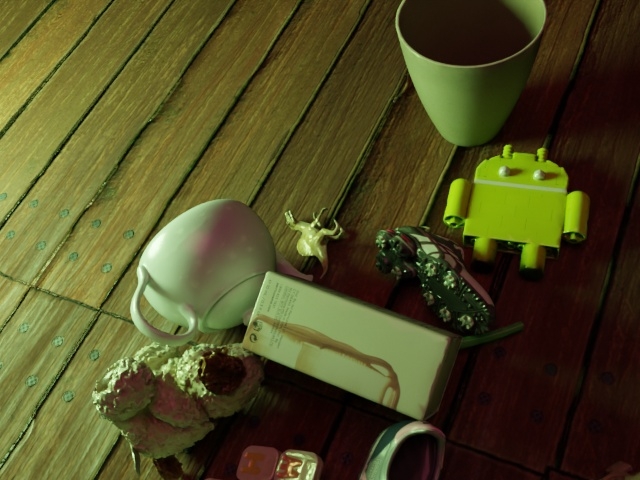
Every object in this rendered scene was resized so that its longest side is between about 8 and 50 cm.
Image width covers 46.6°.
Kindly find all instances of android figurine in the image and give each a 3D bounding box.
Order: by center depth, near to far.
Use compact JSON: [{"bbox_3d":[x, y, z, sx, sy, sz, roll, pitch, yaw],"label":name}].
[{"bbox_3d":[0.353,-0.060,1.333,0.248,0.056,0.273,10,60,17],"label":"android figurine"}]

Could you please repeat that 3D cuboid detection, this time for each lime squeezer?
[{"bbox_3d":[0.172,0.160,1.230,0.310,0.059,0.110,7,28,17],"label":"lime squeezer"}]

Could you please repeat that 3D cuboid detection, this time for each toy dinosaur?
[{"bbox_3d":[0.000,0.000,1.374,0.092,0.053,0.183,-38,49,3],"label":"toy dinosaur"}]

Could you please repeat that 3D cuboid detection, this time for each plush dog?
[{"bbox_3d":[-0.192,0.239,1.160,0.225,0.262,0.211,-28,88,3],"label":"plush dog"}]

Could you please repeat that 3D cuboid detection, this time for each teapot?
[{"bbox_3d":[-0.170,0.068,1.244,0.256,0.252,0.187,-39,69,-2],"label":"teapot"}]

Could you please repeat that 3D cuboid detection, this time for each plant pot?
[{"bbox_3d":[0.277,-0.310,1.383,0.256,0.274,0.257,-5,55,7],"label":"plant pot"}]

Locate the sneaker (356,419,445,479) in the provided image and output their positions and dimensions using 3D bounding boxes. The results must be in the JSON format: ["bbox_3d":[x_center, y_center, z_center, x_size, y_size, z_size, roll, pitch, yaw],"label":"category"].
[{"bbox_3d":[0.088,0.391,1.016,0.112,0.131,0.319,25,62,-7],"label":"sneaker"}]

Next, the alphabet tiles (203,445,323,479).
[{"bbox_3d":[-0.092,0.432,1.050,0.277,0.021,0.284,-3,54,33],"label":"alphabet tiles"}]

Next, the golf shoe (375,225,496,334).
[{"bbox_3d":[0.209,0.047,1.242,0.120,0.105,0.273,-20,41,-28],"label":"golf shoe"}]

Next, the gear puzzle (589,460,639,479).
[{"bbox_3d":[0.316,0.414,0.967,0.339,0.175,0.044,-30,95,-9],"label":"gear puzzle"}]

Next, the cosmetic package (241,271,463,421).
[{"bbox_3d":[0.051,0.156,1.135,0.296,0.153,0.129,18,89,20],"label":"cosmetic package"}]
